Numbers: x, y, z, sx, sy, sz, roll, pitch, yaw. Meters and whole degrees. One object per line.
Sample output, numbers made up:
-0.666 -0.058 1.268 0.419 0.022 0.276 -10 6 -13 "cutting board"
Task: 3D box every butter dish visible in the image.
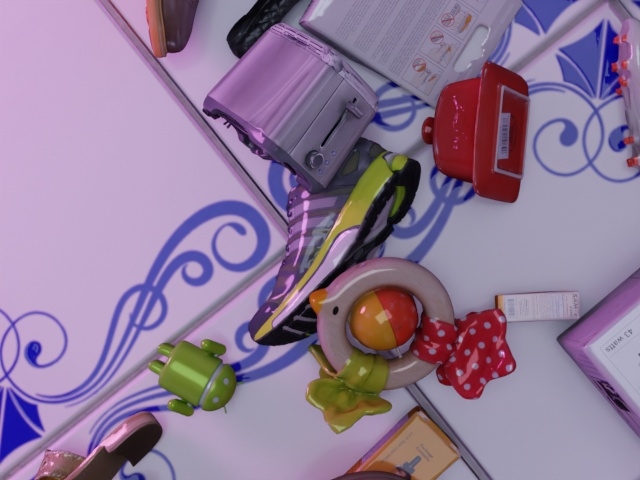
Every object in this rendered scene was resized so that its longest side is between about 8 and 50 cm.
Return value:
0.180 -0.131 1.613 0.118 0.160 0.160 5 89 27 "butter dish"

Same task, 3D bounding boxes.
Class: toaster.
-0.036 -0.166 1.601 0.146 0.227 0.129 -50 130 -2 "toaster"

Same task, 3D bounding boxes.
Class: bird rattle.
0.094 0.118 1.577 0.254 0.143 0.206 -20 111 9 "bird rattle"

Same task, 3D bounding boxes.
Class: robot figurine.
-0.156 0.169 1.651 0.115 0.067 0.101 29 89 4 "robot figurine"

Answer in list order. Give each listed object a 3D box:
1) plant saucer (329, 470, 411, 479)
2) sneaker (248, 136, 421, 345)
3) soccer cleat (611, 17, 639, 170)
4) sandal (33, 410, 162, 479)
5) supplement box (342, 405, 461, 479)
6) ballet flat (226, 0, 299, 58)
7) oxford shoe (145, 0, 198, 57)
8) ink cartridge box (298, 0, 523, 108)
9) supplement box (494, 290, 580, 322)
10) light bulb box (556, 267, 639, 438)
0.050 0.405 1.528 0.278 0.041 0.277 -3 96 -28 "plant saucer"
0.000 0.000 1.638 0.121 0.111 0.300 39 97 29 "sneaker"
0.407 -0.178 1.628 0.076 0.068 0.196 -9 95 -2 "soccer cleat"
-0.312 0.286 1.668 0.240 0.088 0.079 -40 55 -5 "sandal"
0.064 0.310 1.630 0.233 0.080 0.078 -44 88 3 "supplement box"
-0.049 -0.297 1.671 0.173 0.057 0.049 -45 123 4 "ballet flat"
-0.136 -0.398 1.636 0.133 0.130 0.363 11 90 -2 "oxford shoe"
0.113 -0.288 1.664 0.225 0.056 0.181 32 91 -15 "ink cartridge box"
0.266 0.081 1.629 0.099 0.062 0.036 -3 87 3 "supplement box"
0.534 0.143 1.529 0.358 0.225 0.361 -40 87 1 "light bulb box"
